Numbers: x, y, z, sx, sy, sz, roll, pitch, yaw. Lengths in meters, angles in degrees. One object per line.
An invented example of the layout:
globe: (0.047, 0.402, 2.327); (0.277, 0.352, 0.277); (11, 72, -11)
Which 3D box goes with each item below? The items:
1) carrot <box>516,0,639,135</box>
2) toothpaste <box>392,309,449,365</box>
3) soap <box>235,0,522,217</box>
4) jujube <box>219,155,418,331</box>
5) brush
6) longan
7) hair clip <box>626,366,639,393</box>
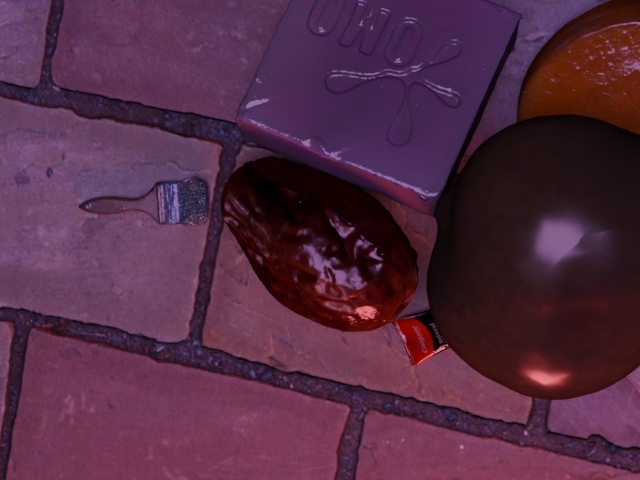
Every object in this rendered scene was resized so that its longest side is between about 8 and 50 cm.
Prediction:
carrot: (0.404, -0.182, 1.765); (0.307, 0.100, 0.258); (-19, 103, 22)
toothpaste: (0.200, 0.112, 1.877); (0.194, 0.045, 0.071); (-23, 93, 17)
soap: (0.076, -0.212, 1.761); (0.296, 0.107, 0.285); (21, 80, 9)
jujube: (0.000, 0.000, 1.813); (0.290, 0.197, 0.197); (37, 103, 17)
brush: (-0.256, -0.053, 1.931); (0.196, 0.021, 0.070); (-2, 97, 10)
longan: (0.293, 0.020, 1.656); (0.361, 0.361, 0.360); (1, 99, 9)
hair clip: (0.497, 0.231, 1.822); (0.085, 0.101, 0.330); (-35, 95, 10)
